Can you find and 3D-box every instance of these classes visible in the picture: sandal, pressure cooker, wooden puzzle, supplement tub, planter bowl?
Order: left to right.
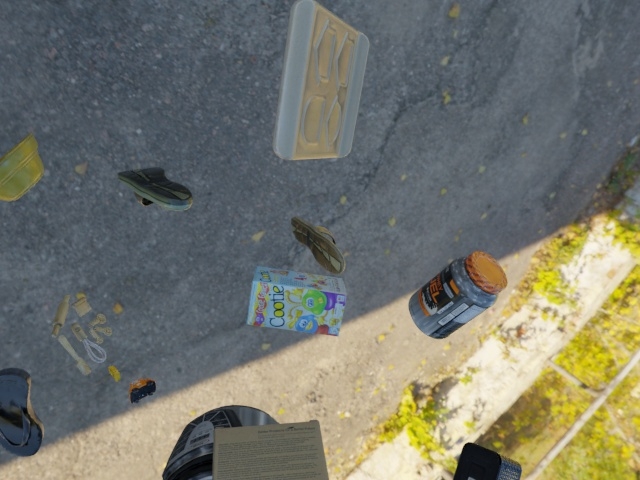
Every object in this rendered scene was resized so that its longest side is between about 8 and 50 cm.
[{"bbox_3d":[-0.691,0.399,1.101,0.097,0.054,0.254,-2,119,-14],"label":"sandal"},{"bbox_3d":[-0.757,-0.163,1.213,0.217,0.217,0.090,-44,120,-5],"label":"planter bowl"},{"bbox_3d":[-0.434,-0.123,1.267,0.120,0.303,0.086,-14,123,-37],"label":"sandal"},{"bbox_3d":[-0.229,0.668,1.258,0.376,0.420,0.369,21,96,-7],"label":"pressure cooker"},{"bbox_3d":[-0.006,-0.356,1.154,0.348,0.081,0.322,-19,121,-61],"label":"wooden puzzle"},{"bbox_3d":[0.000,0.000,1.048,0.049,0.180,0.072,-21,134,-29],"label":"sandal"},{"bbox_3d":[0.279,0.111,1.005,0.117,0.117,0.190,-3,145,-40],"label":"supplement tub"}]

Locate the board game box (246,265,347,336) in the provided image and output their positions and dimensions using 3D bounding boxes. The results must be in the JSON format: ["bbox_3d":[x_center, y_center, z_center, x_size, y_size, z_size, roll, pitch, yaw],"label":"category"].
[{"bbox_3d":[-0.073,0.182,1.488,0.275,0.144,0.142,9,104,-5],"label":"board game box"}]

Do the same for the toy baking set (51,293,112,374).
[{"bbox_3d":[-0.740,0.283,1.530,0.030,0.256,0.197,-34,124,19],"label":"toy baking set"}]

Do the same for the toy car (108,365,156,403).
[{"bbox_3d":[-0.378,0.276,0.986,0.060,0.041,0.122,-37,137,-29],"label":"toy car"}]

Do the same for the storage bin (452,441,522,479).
[{"bbox_3d":[0.397,0.604,1.197,0.084,0.122,0.180,32,72,-26],"label":"storage bin"}]

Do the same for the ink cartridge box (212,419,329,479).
[{"bbox_3d":[-0.106,0.486,1.021,0.235,0.193,0.088,-2,120,-8],"label":"ink cartridge box"}]
